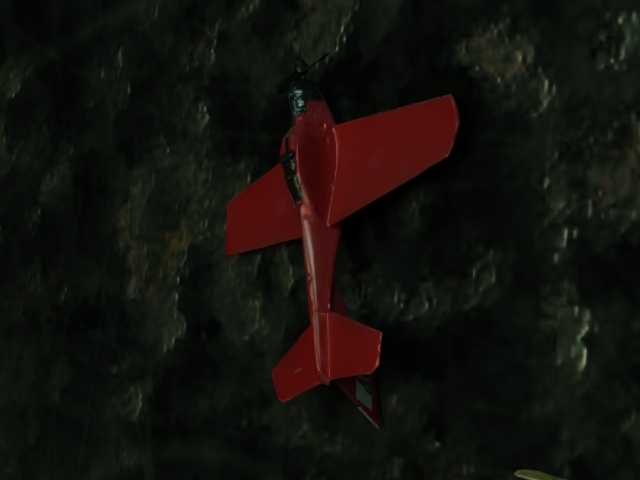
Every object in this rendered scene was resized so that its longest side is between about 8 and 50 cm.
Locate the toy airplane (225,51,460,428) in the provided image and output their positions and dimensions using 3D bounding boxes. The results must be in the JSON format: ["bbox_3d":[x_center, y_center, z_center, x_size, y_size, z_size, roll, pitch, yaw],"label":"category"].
[{"bbox_3d":[0.000,0.000,0.703,0.151,0.028,0.151,-3,87,51],"label":"toy airplane"}]

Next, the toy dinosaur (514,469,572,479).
[{"bbox_3d":[0.160,0.061,0.503,0.211,0.064,0.112,-43,38,29],"label":"toy dinosaur"}]
